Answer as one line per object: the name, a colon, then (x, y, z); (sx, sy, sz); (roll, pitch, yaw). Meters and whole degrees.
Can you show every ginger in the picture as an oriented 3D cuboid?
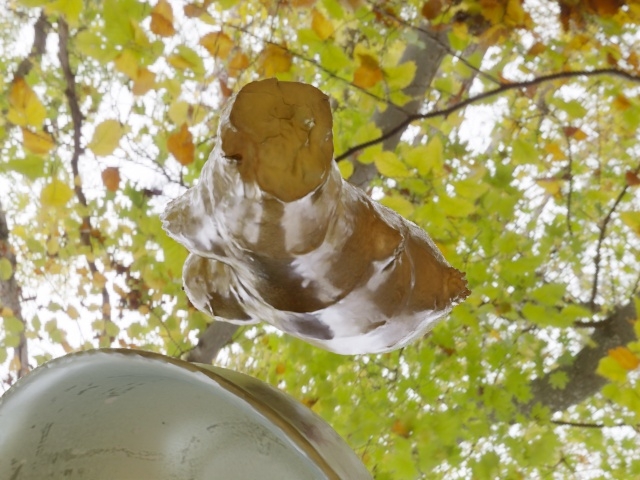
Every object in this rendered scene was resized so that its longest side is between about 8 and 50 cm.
ginger: (-0.021, -0.006, 0.603); (0.236, 0.375, 0.166); (13, -116, 37)

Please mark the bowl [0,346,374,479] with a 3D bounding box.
bowl: (-0.082, 0.272, 0.634); (0.435, 0.434, 0.196); (42, -155, 14)
